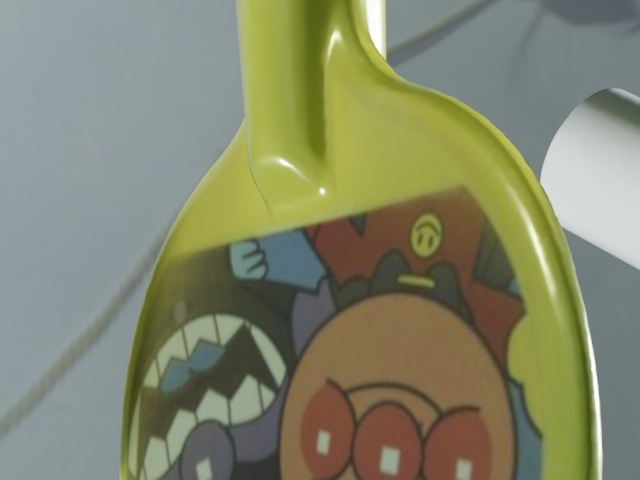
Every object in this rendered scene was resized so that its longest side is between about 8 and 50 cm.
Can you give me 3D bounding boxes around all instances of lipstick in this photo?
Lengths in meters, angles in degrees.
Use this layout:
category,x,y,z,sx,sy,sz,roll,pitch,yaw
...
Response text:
category,x,y,z,sx,sy,sz,roll,pitch,yaw
lipstick,0.262,0.019,0.895,0.087,0.327,0.087,-27,132,-34

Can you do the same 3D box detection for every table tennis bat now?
category,x,y,z,sx,sy,sz,roll,pitch,yaw
table tennis bat,0.000,0.000,0.565,0.054,0.224,0.369,8,75,-38
